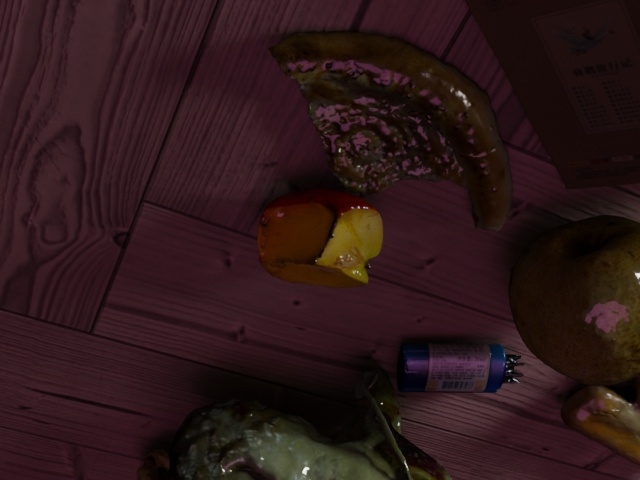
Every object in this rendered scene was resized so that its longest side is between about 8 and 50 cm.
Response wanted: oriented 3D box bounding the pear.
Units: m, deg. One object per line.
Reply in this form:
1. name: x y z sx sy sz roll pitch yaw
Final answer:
1. pear: 0.353 0.069 1.000 0.228 0.188 0.211 -21 134 13

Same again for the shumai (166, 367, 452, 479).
1. shumai: 0.017 0.377 1.124 0.348 0.395 0.395 -21 126 15

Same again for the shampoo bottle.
1. shampoo bottle: 0.206 0.187 1.174 0.182 0.050 0.087 1 126 -3

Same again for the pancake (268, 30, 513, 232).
1. pancake: 0.091 -0.118 0.927 0.376 0.054 0.197 28 122 -22

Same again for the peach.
1. peach: -0.001 -0.002 0.977 0.151 0.118 0.151 -21 135 -22

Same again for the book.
1. book: 0.306 -0.173 0.847 0.216 0.021 0.310 -3 137 42

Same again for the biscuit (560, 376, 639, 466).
1. biscuit: 0.543 0.262 1.244 0.290 0.062 0.237 28 122 -23

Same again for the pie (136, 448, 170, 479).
1. pie: -0.209 0.414 1.256 0.084 0.205 0.179 -44 133 -18
